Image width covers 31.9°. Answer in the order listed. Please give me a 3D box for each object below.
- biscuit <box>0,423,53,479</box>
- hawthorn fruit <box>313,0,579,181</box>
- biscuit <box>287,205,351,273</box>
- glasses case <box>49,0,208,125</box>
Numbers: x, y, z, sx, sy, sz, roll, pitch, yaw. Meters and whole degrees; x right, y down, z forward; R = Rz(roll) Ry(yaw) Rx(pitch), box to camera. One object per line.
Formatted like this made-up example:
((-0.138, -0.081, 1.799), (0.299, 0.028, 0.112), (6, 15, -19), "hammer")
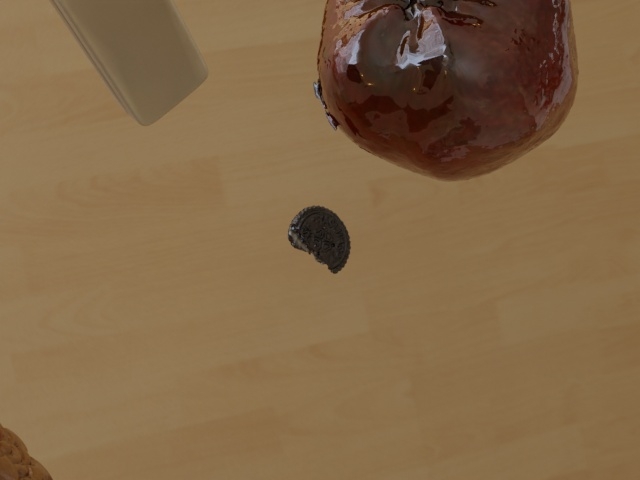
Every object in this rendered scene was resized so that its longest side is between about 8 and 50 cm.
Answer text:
((-0.328, 0.214, 1.120), (0.280, 0.183, 0.043), (40, 90, -8), "biscuit")
((0.096, -0.126, 0.804), (0.185, 0.202, 0.185), (-8, 68, 20), "hawthorn fruit")
((0.000, 0.000, 1.407), (0.087, 0.027, 0.089), (-6, 84, -34), "biscuit")
((-0.275, -0.306, 1.594), (0.144, 0.336, 0.076), (-40, 61, -9), "glasses case")
